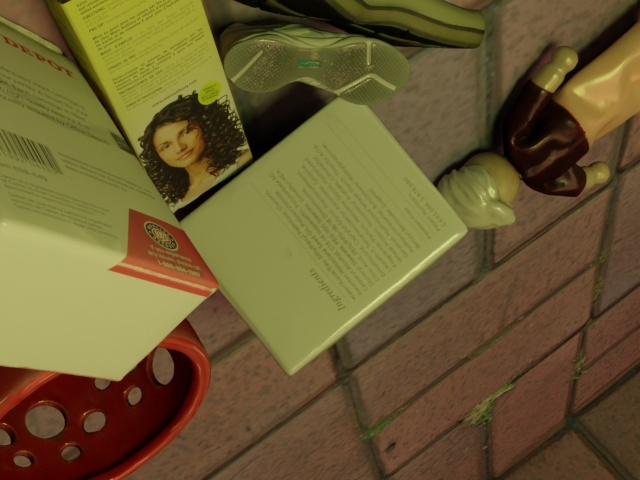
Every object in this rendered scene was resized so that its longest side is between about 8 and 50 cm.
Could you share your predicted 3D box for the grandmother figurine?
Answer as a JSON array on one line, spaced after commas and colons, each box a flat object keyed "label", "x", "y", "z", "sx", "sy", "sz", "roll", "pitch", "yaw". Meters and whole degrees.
[{"label": "grandmother figurine", "x": 0.278, "y": -0.129, "z": 1.006, "sx": 0.342, "sy": 0.104, "sz": 0.208, "roll": -38, "pitch": 122, "yaw": -1}]

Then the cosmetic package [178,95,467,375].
[{"label": "cosmetic package", "x": 0.000, "y": 0.000, "z": 0.754, "sx": 0.183, "sy": 0.151, "sz": 0.151, "roll": -38, "pitch": 174, "yaw": -4}]

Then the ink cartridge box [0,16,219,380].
[{"label": "ink cartridge box", "x": -0.178, "y": -0.038, "z": 0.488, "sx": 0.092, "sy": 0.218, "sz": 0.158, "roll": -43, "pitch": 149, "yaw": 14}]

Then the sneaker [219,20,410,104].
[{"label": "sneaker", "x": -0.003, "y": -0.142, "z": 0.670, "sx": 0.152, "sy": 0.061, "sz": 0.054, "roll": 4, "pitch": 125, "yaw": -23}]

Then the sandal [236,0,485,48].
[{"label": "sandal", "x": 0.015, "y": -0.198, "z": 0.630, "sx": 0.303, "sy": 0.120, "sz": 0.086, "roll": 0, "pitch": 105, "yaw": -52}]

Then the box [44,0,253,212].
[{"label": "box", "x": -0.116, "y": -0.118, "z": 0.612, "sx": 0.087, "sy": 0.058, "sz": 0.232, "roll": -35, "pitch": 148, "yaw": -12}]

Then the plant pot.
[{"label": "plant pot", "x": -0.203, "y": 0.077, "z": 0.648, "sx": 0.191, "sy": 0.174, "sz": 0.191, "roll": -29, "pitch": 147, "yaw": -21}]
